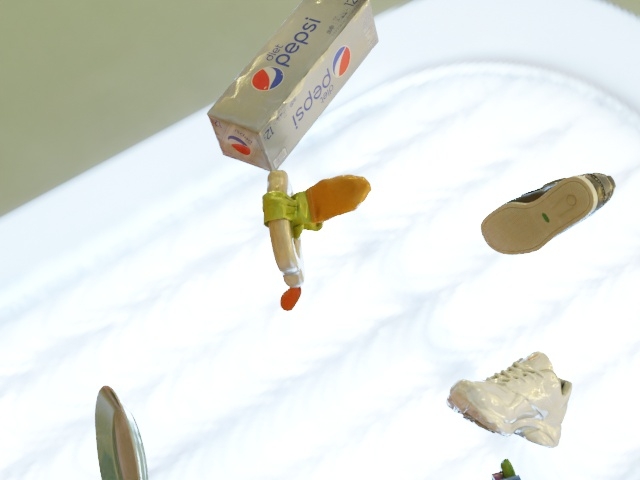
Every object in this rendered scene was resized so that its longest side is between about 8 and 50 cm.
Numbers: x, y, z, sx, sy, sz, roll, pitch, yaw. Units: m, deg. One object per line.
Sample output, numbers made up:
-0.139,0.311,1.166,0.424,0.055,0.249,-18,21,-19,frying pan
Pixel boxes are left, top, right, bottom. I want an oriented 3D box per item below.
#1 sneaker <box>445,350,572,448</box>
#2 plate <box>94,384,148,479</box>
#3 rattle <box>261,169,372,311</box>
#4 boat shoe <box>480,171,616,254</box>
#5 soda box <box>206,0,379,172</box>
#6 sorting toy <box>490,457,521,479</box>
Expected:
0.243,0.188,1.821,0.090,0.115,0.232,24,2,38,sneaker
-0.241,0.269,1.764,0.188,0.024,0.188,173,-90,-67,plate
0.000,0.000,1.835,0.130,0.142,0.200,-117,-170,-53,rattle
0.331,-0.040,2.107,0.233,0.079,0.084,-28,-90,47,boat shoe
-0.035,-0.234,2.047,0.098,0.286,0.091,21,-30,29,soda box
0.211,0.295,1.647,0.102,0.042,0.061,-109,-174,-47,sorting toy
